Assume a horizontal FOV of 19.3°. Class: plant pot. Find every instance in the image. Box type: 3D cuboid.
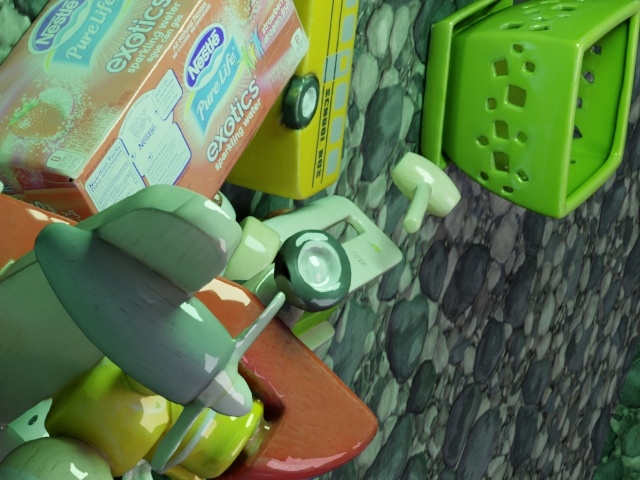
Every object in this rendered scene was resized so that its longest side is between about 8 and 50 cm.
[{"bbox_3d":[0.248,-0.182,2.286,0.227,0.207,0.228,-35,135,-55],"label":"plant pot"}]

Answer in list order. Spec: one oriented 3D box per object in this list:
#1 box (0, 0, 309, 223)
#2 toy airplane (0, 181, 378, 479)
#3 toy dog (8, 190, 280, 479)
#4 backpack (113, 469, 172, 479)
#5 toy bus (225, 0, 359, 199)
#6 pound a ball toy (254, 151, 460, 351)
[{"bbox_3d":[-0.151,-0.117,1.512,0.300,0.142,0.154,-60,146,-30],"label":"box"},{"bbox_3d":[-0.182,0.080,1.280,0.386,0.384,0.272,62,34,-58],"label":"toy airplane"},{"bbox_3d":[-0.155,0.067,1.575,0.161,0.220,0.334,142,-39,-75],"label":"toy dog"},{"bbox_3d":[-0.160,0.232,1.735,0.115,0.152,0.182,-58,166,-37],"label":"backpack"},{"bbox_3d":[-0.032,-0.210,1.775,0.130,0.108,0.333,-29,130,-59],"label":"toy bus"},{"bbox_3d":[0.000,0.000,1.866,0.208,0.136,0.319,-49,174,17],"label":"pound a ball toy"}]
